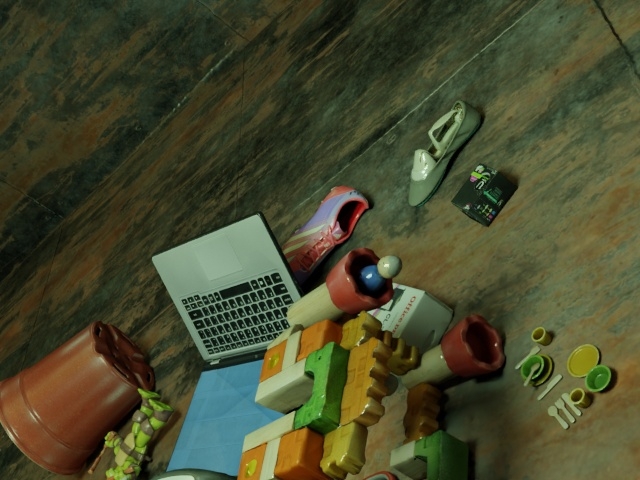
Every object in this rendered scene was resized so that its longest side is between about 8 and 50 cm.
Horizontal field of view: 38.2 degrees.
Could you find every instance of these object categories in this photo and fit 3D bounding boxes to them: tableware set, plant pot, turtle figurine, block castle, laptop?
[{"bbox_3d":[0.315,0.168,1.212,0.104,0.024,0.154,-48,28,10],"label":"tableware set"},{"bbox_3d":[-0.538,0.338,2.084,0.265,0.272,0.272,-41,30,9],"label":"plant pot"},{"bbox_3d":[-0.383,0.428,1.905,0.217,0.087,0.269,-61,20,-2],"label":"turtle figurine"},{"bbox_3d":[0.090,0.252,1.171,0.213,0.303,0.453,-36,32,42],"label":"block castle"},{"bbox_3d":[-0.207,0.210,1.742,0.382,0.407,0.236,-19,10,46],"label":"laptop"}]

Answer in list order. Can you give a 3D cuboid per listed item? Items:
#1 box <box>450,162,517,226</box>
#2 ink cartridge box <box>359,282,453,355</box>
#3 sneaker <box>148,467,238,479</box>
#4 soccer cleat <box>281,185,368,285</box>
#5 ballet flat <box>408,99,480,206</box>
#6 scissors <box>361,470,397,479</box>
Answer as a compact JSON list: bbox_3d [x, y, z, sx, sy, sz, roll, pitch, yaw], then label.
[{"bbox_3d":[0.268,-0.075,1.518,0.083,0.052,0.062,-54,27,2],"label":"box"},{"bbox_3d":[0.113,0.137,1.497,0.127,0.072,0.175,-59,28,-11],"label":"ink cartridge box"},{"bbox_3d":[-0.268,0.568,1.544,0.447,0.169,0.257,-43,36,37],"label":"sneaker"},{"bbox_3d":[0.000,0.000,1.816,0.248,0.083,0.095,-53,33,-5],"label":"soccer cleat"},{"bbox_3d":[0.209,-0.163,1.686,0.213,0.068,0.072,-54,28,0],"label":"ballet flat"},{"bbox_3d":[0.006,0.444,1.384,0.297,0.021,0.109,-38,35,29],"label":"scissors"}]
